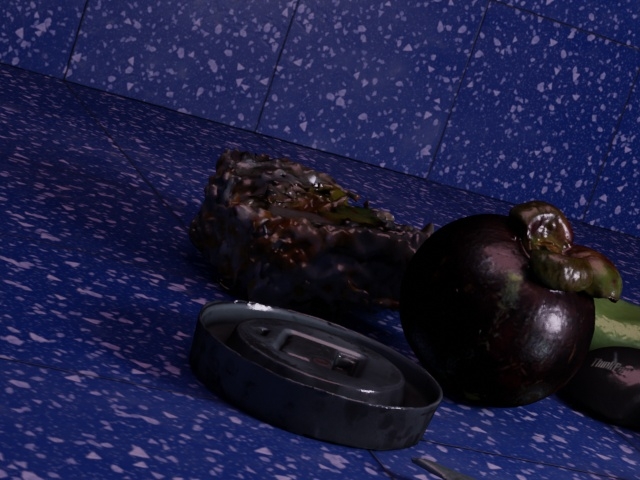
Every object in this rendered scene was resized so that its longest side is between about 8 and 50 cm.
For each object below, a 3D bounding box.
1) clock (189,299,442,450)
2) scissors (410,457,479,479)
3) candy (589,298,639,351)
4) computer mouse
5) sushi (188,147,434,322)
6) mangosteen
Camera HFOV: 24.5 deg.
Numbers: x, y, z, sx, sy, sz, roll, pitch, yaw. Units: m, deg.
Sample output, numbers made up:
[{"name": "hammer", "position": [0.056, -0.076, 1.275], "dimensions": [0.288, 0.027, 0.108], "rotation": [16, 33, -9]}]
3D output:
[{"name": "clock", "position": [-0.007, 0.158, 1.759], "dimensions": [0.312, 0.061, 0.312], "rotation": [18, 11, -4]}, {"name": "scissors", "position": [0.264, 0.303, 1.535], "dimensions": [0.383, 0.029, 0.256], "rotation": [16, 25, 4]}, {"name": "candy", "position": [0.499, 0.172, 2.372], "dimensions": [0.343, 0.132, 0.142], "rotation": [18, 40, 4]}, {"name": "computer mouse", "position": [0.485, 0.217, 2.190], "dimensions": [0.269, 0.100, 0.170], "rotation": [13, 15, -25]}, {"name": "sushi", "position": [0.004, 0.002, 2.231], "dimensions": [0.417, 0.176, 0.417], "rotation": [18, 11, -4]}, {"name": "mangosteen", "position": [0.248, 0.083, 1.974], "dimensions": [0.288, 0.288, 0.288], "rotation": [18, 11, -4]}]
